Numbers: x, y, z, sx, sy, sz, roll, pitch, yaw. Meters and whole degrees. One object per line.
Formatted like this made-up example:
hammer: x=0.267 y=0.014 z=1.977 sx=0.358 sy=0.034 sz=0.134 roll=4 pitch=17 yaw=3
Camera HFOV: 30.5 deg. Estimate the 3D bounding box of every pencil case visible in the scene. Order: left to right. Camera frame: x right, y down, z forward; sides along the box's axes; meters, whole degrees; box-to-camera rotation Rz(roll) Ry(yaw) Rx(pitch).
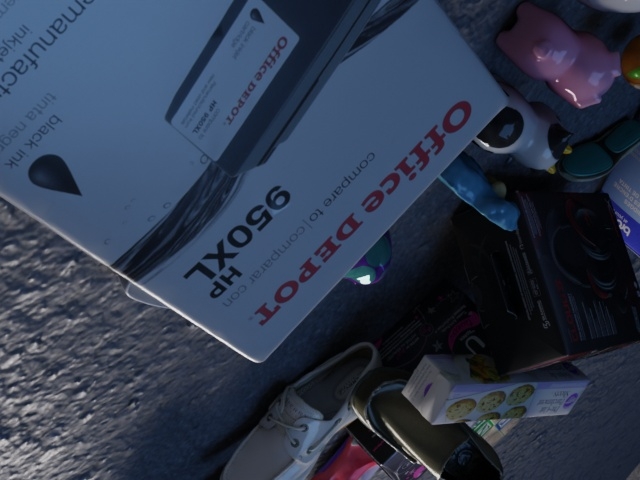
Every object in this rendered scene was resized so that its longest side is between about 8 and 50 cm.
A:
pencil case: x=0.000 y=0.000 z=1.116 sx=0.152 sy=0.064 sz=0.070 roll=16 pitch=116 yaw=-42

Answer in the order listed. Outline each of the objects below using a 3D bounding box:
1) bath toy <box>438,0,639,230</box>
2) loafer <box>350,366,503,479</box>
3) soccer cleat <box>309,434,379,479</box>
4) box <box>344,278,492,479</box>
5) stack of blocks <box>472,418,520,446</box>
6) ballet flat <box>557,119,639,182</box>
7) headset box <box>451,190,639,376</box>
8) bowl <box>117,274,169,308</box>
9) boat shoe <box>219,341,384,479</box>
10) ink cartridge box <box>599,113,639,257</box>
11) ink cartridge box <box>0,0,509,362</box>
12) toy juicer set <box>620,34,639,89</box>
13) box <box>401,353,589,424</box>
bath toy: x=0.262 y=-0.182 z=1.295 sx=0.151 sy=0.129 sz=0.348 roll=2 pitch=127 yaw=-53
loafer: x=0.148 y=0.248 z=1.499 sx=0.251 sy=0.087 sz=0.094 roll=35 pitch=89 yaw=-21
soccer cleat: x=0.060 y=0.328 z=1.778 sx=0.248 sy=0.083 sz=0.095 roll=-47 pitch=-179 yaw=-4
box: x=0.149 y=0.207 z=1.646 sx=0.247 sy=0.142 sz=0.163 roll=-41 pitch=151 yaw=-5
stack of blocks: x=0.269 y=0.223 z=1.877 sx=0.171 sy=0.087 sz=0.297 roll=-43 pitch=152 yaw=-2
ballet flat: x=0.388 y=-0.113 z=1.626 sx=0.168 sy=0.057 sz=0.052 roll=-28 pitch=157 yaw=-27
headset box: x=0.303 y=0.053 z=1.543 sx=0.110 sy=0.218 sz=0.293 roll=-24 pitch=166 yaw=37
bowl: x=-0.123 y=-0.004 z=1.112 sx=0.142 sy=0.053 sz=0.142 roll=-52 pitch=150 yaw=11
boat shoe: x=-0.027 y=0.227 z=1.502 sx=0.277 sy=0.098 sz=0.096 roll=-43 pitch=152 yaw=-21
ink cartridge box: x=0.577 y=-0.130 z=1.743 sx=0.270 sy=0.151 sz=0.395 roll=-20 pitch=142 yaw=-36
ink cartridge box: x=-0.089 y=-0.130 z=0.787 sx=0.285 sy=0.166 sz=0.395 roll=-46 pitch=137 yaw=3
toy juicer set: x=0.469 y=-0.281 z=1.408 sx=0.329 sy=0.089 sz=0.209 roll=-41 pitch=162 yaw=-41
box: x=0.236 y=0.190 z=1.531 sx=0.324 sy=0.063 sz=0.067 roll=7 pitch=120 yaw=-48
